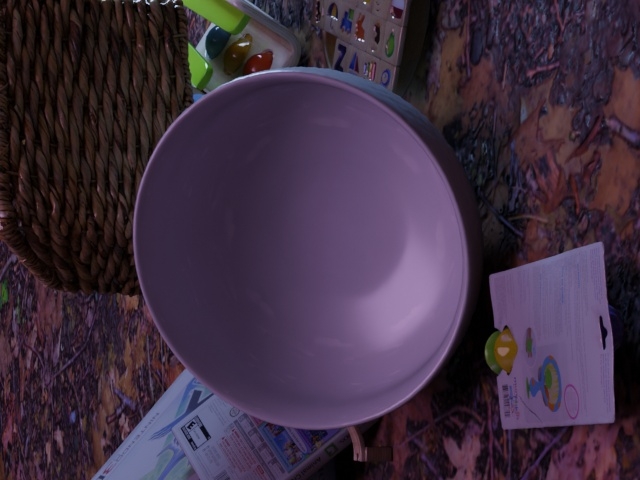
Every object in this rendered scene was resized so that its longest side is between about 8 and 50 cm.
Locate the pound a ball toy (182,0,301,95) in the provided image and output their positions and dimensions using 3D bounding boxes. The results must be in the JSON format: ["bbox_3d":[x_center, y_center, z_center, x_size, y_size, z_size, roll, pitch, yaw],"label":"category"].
[{"bbox_3d":[-0.093,-0.265,2.133,0.208,0.135,0.319,-57,28,5],"label":"pound a ball toy"}]

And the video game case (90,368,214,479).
[{"bbox_3d":[-0.169,0.274,2.040,0.300,0.036,0.329,-50,23,-20],"label":"video game case"}]

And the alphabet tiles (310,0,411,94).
[{"bbox_3d":[0.043,-0.262,1.842,0.237,0.009,0.198,-141,57,-63],"label":"alphabet tiles"}]

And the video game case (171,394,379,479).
[{"bbox_3d":[-0.053,0.198,1.911,0.193,0.023,0.212,-39,30,-2],"label":"video game case"}]

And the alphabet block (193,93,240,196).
[{"bbox_3d":[-0.054,-0.027,1.888,0.192,0.193,0.197,-126,44,-58],"label":"alphabet block"}]

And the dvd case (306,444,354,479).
[{"bbox_3d":[-0.019,0.313,1.976,0.253,0.022,0.180,140,129,-60],"label":"dvd case"}]

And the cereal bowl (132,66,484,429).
[{"bbox_3d":[0.000,0.000,1.682,0.141,0.339,0.339,-30,-49,-67],"label":"cereal bowl"}]

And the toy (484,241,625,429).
[{"bbox_3d":[0.203,0.082,1.444,0.237,0.056,0.137,158,109,-70],"label":"toy"}]

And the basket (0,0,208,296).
[{"bbox_3d":[-0.261,-0.097,1.857,0.213,0.223,0.299,133,134,-57],"label":"basket"}]

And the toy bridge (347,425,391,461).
[{"bbox_3d":[0.043,0.131,1.802,0.026,0.063,0.188,177,95,-67],"label":"toy bridge"}]

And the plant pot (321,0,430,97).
[{"bbox_3d":[0.051,-0.249,1.874,0.236,0.032,0.236,-176,90,-68],"label":"plant pot"}]
